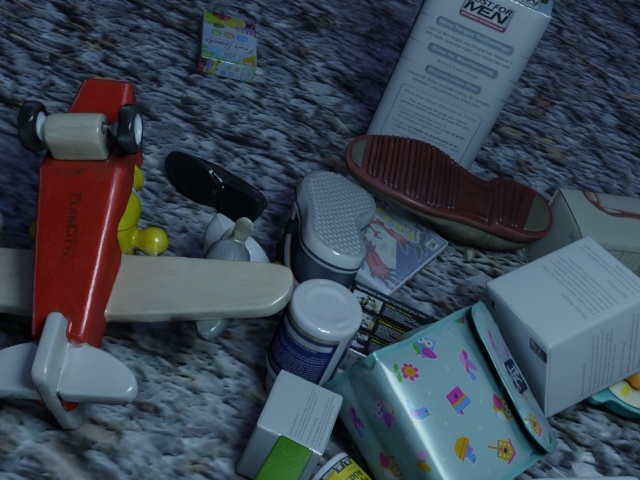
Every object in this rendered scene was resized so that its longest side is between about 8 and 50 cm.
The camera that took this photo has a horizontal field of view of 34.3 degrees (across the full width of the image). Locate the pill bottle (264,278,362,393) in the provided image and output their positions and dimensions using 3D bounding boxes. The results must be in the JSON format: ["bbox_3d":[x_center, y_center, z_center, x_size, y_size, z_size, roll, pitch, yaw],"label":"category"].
[{"bbox_3d":[-0.016,0.136,1.321,0.094,0.169,0.094,13,42,-12],"label":"pill bottle"}]

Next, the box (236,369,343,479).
[{"bbox_3d":[-0.038,0.236,1.261,0.087,0.101,0.102,24,40,0],"label":"box"}]

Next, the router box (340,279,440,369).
[{"bbox_3d":[0.102,0.146,1.456,0.178,0.046,0.133,26,42,2],"label":"router box"}]

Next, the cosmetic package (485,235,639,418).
[{"bbox_3d":[0.348,0.120,1.458,0.183,0.151,0.151,-23,42,-15],"label":"cosmetic package"}]

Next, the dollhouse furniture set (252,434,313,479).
[{"bbox_3d":[-0.036,0.391,1.066,0.197,0.151,0.301,29,42,5],"label":"dollhouse furniture set"}]

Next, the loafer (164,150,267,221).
[{"bbox_3d":[-0.158,-0.084,1.574,0.170,0.062,0.061,33,21,6],"label":"loafer"}]

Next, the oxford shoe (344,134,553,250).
[{"bbox_3d":[0.186,-0.057,1.641,0.348,0.130,0.123,23,58,-9],"label":"oxford shoe"}]

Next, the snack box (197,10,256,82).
[{"bbox_3d":[-0.165,-0.345,1.841,0.100,0.037,0.141,10,44,-13],"label":"snack box"}]

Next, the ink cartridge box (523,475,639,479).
[{"bbox_3d":[0.190,0.411,1.091,0.385,0.091,0.308,5,71,-26],"label":"ink cartridge box"}]

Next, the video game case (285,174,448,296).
[{"bbox_3d":[0.075,-0.011,1.621,0.201,0.023,0.183,39,44,16],"label":"video game case"}]

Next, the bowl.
[{"bbox_3d":[-0.105,0.042,1.427,0.142,0.053,0.142,56,6,30],"label":"bowl"}]

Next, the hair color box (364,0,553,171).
[{"bbox_3d":[0.214,-0.270,1.682,0.185,0.374,0.114,23,42,-1],"label":"hair color box"}]

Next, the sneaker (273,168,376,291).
[{"bbox_3d":[0.000,0.000,1.490,0.126,0.127,0.321,24,23,-4],"label":"sneaker"}]

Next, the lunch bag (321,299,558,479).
[{"bbox_3d":[0.174,0.211,1.311,0.262,0.160,0.223,-20,76,-37],"label":"lunch bag"}]

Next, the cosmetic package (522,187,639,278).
[{"bbox_3d":[0.502,0.022,1.685,0.296,0.153,0.129,7,43,-20],"label":"cosmetic package"}]

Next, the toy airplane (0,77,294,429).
[{"bbox_3d":[-0.280,0.041,1.270,0.384,0.272,0.386,-42,78,-6],"label":"toy airplane"}]

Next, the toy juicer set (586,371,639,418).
[{"bbox_3d":[0.452,0.179,1.547,0.329,0.089,0.209,9,44,-15],"label":"toy juicer set"}]

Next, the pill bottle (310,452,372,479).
[{"bbox_3d":[0.046,0.317,1.244,0.116,0.065,0.065,43,46,20],"label":"pill bottle"}]
